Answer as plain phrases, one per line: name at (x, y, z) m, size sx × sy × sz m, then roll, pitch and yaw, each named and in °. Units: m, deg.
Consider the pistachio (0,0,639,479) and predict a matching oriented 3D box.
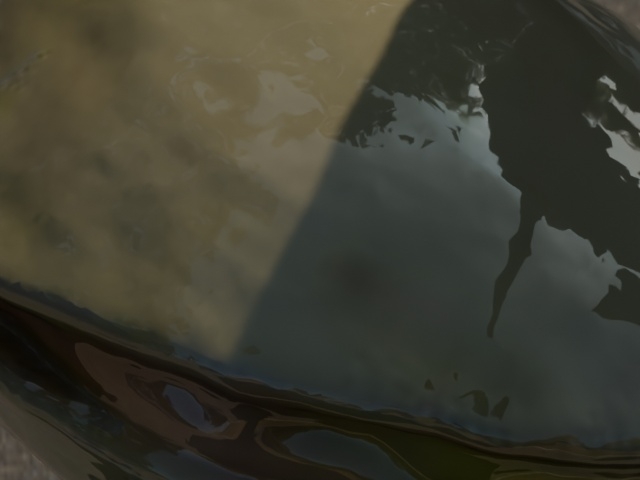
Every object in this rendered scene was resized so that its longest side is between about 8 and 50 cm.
pistachio at (0.000, 0.000, 0.761) m, size 0.365 × 0.281 × 0.445 m, roll -10°, pitch 30°, yaw -45°
